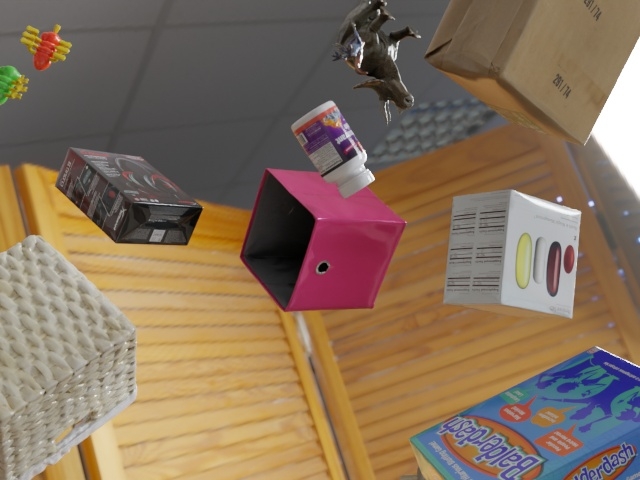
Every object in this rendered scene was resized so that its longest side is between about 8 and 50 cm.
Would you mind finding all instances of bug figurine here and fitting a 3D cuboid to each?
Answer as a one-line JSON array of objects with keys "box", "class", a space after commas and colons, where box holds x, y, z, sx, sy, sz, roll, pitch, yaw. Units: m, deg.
[{"box": [-0.634, -0.369, 1.590, 0.279, 0.216, 0.072, 25, -29, -10], "class": "bug figurine"}]

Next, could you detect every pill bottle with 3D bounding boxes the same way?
[{"box": [0.031, -0.190, 1.779, 0.108, 0.193, 0.108, -33, 4, 3], "class": "pill bottle"}]

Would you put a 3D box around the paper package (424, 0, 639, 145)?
[{"box": [0.372, -0.359, 1.389, 0.325, 0.168, 0.309, 20, -82, -47], "class": "paper package"}]

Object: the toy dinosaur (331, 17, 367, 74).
[{"box": [0.047, -0.275, 1.220, 0.047, 0.090, 0.082, -31, -2, 34], "class": "toy dinosaur"}]

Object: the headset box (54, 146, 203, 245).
[{"box": [-0.452, -0.108, 1.932, 0.218, 0.293, 0.110, 3, -62, -52], "class": "headset box"}]

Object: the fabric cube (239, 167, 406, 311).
[{"box": [0.000, 0.000, 1.978, 0.258, 0.259, 0.254, 2, -61, -35], "class": "fabric cube"}]

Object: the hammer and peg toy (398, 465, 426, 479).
[{"box": [0.268, 0.495, 1.319, 0.127, 0.266, 0.361, -15, -25, 38], "class": "hammer and peg toy"}]

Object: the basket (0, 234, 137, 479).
[{"box": [-0.565, 0.227, 1.591, 0.328, 0.331, 0.266, -36, -23, -36], "class": "basket"}]

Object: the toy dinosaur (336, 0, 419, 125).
[{"box": [0.085, -0.388, 1.600, 0.121, 0.313, 0.160, 10, -49, -48], "class": "toy dinosaur"}]

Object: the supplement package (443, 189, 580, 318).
[{"box": [0.352, 0.030, 1.530, 0.194, 0.203, 0.149, 12, -9, -33], "class": "supplement package"}]

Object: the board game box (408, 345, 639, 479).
[{"box": [0.201, 0.174, 0.731, 0.210, 0.047, 0.160, -24, 12, -10], "class": "board game box"}]
